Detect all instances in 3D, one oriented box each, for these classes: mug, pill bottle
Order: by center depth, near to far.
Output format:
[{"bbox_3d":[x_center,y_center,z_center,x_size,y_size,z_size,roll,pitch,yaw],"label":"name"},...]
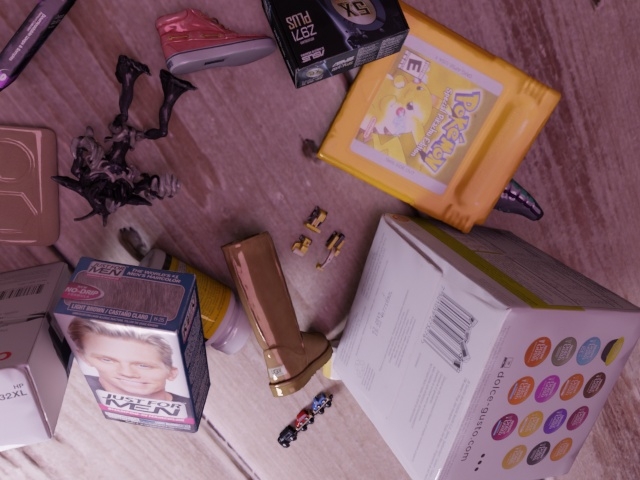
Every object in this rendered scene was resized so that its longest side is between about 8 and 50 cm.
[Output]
[{"bbox_3d":[-0.223,0.112,0.985,0.208,0.119,0.119,32,101,-24],"label":"pill bottle"},{"bbox_3d":[0.028,0.239,1.144,0.078,0.062,0.064,-7,106,-20],"label":"mug"}]

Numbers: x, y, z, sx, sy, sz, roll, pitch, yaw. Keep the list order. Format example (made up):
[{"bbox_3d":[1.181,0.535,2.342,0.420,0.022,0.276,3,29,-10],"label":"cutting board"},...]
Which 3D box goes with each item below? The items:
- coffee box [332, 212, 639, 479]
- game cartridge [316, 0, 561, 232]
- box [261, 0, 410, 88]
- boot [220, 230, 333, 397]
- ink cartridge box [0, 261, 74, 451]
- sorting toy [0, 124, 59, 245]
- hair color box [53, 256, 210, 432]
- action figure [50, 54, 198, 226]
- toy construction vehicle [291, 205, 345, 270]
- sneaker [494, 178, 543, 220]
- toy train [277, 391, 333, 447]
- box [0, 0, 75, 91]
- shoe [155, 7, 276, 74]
[{"bbox_3d":[0.276,0.183,1.007,0.334,0.338,0.338,6,111,-30],"label":"coffee box"},{"bbox_3d":[0.197,-0.197,0.966,0.323,0.053,0.285,26,104,-8],"label":"game cartridge"},{"bbox_3d":[0.019,-0.334,0.849,0.180,0.077,0.147,-21,86,-5],"label":"box"},{"bbox_3d":[-0.069,0.112,1.023,0.089,0.236,0.270,-18,94,13],"label":"boot"},{"bbox_3d":[-0.493,0.168,0.829,0.223,0.307,0.129,-11,115,-10],"label":"ink cartridge box"},{"bbox_3d":[-0.516,-0.085,0.870,0.208,0.038,0.193,0,113,-20],"label":"sorting toy"},{"bbox_3d":[-0.280,0.182,0.905,0.173,0.105,0.347,8,139,1],"label":"hair color box"},{"bbox_3d":[-0.296,-0.128,0.853,0.164,0.141,0.276,16,106,-33],"label":"action figure"},{"bbox_3d":[0.000,0.000,1.045,0.086,0.035,0.098,33,101,-25],"label":"toy construction vehicle"},{"bbox_3d":[0.318,-0.090,1.080,0.223,0.083,0.098,35,110,-14],"label":"sneaker"},{"bbox_3d":[-0.034,0.378,1.205,0.036,0.027,0.158,42,97,-15],"label":"toy train"},{"bbox_3d":[-0.391,-0.279,0.773,0.029,0.116,0.162,37,100,-27],"label":"box"},{"bbox_3d":[-0.155,-0.307,0.854,0.178,0.063,0.081,-20,91,-26],"label":"shoe"}]
